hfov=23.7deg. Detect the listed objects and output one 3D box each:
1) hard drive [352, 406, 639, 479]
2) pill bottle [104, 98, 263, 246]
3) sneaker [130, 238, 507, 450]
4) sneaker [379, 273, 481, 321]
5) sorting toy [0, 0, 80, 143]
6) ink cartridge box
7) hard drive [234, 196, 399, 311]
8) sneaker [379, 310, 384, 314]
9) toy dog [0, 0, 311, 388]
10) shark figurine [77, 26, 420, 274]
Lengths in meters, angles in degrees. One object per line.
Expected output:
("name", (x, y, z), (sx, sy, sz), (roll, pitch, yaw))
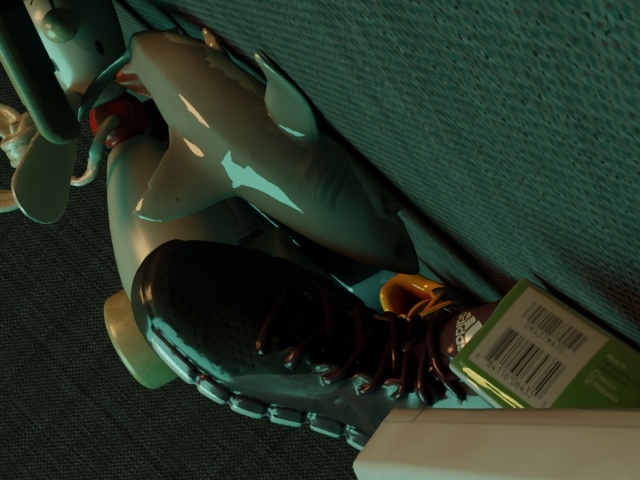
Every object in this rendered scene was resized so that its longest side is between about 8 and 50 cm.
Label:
("hard drive", (0.166, 0.141, 0.512), (0.233, 0.047, 0.353), (42, 163, -11))
("pill bottle", (-0.130, -0.029, 1.464), (0.123, 0.123, 0.219), (-161, 46, -83))
("sneaker", (0.040, 0.053, 0.869), (0.281, 0.106, 0.162), (28, 145, -10))
("sneaker", (0.092, 0.076, 1.054), (0.083, 0.084, 0.215), (52, 173, -15))
("sorting toy", (-0.250, -0.229, 1.024), (0.307, 0.041, 0.229), (59, 176, 40))
("ink cartridge box", (0.165, 0.113, 0.781), (0.209, 0.062, 0.109), (44, 176, -41))
("hard drive", (0.000, 0.000, 1.338), (0.172, 0.054, 0.255), (41, 177, 7))
("sneaker", (-0.054, -0.011, 1.633), (0.139, 0.125, 0.341), (0, 145, 43))
("toy dog", (-0.136, -0.031, 1.143), (0.333, 0.220, 0.161), (42, -174, -5))
("shark figurine", (-0.080, -0.064, 0.915), (0.278, 0.116, 0.166), (37, 174, 34))
